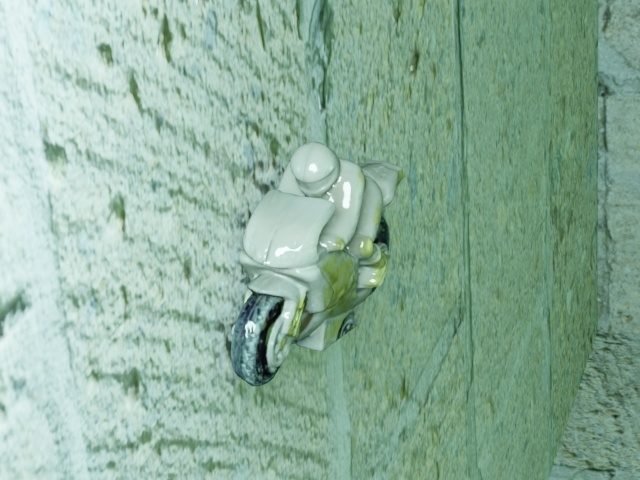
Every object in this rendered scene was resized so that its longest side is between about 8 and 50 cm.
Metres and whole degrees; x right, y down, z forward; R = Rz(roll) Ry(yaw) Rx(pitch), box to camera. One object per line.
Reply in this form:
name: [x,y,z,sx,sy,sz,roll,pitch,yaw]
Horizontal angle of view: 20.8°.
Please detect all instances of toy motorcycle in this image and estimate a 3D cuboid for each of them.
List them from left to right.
toy motorcycle: [0.000,0.000,1.750,0.341,0.108,0.223,-32,131,-61]
